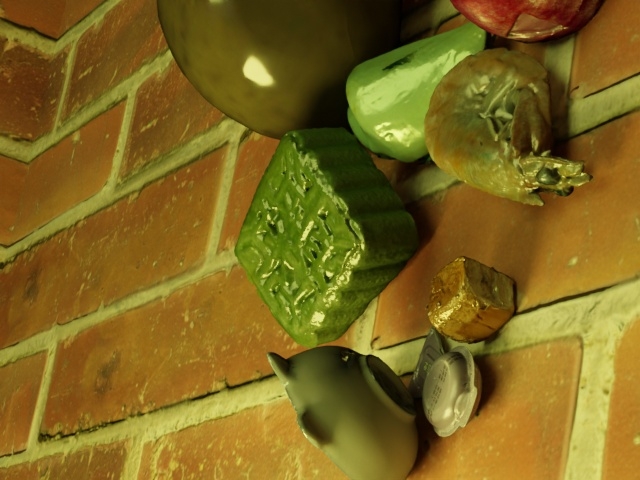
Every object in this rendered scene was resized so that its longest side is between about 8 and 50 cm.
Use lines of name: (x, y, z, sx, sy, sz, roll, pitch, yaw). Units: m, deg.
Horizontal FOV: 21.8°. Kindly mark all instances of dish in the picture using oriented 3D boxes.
dish: (0.045, 0.182, 1.926, 0.086, 0.228, 0.236, -40, 9, 14)

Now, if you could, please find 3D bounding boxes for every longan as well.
longan: (-0.053, -0.328, 2.308, 0.336, 0.404, 0.404, -26, 36, 3)

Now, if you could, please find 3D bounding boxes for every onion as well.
onion: (0.221, -0.375, 1.940, 0.272, 0.230, 0.256, -35, 43, 38)

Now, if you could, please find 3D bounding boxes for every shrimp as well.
shrimp: (0.223, -0.133, 1.913, 0.317, 0.077, 0.168, 30, 97, 53)

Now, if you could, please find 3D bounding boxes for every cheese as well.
cheese: (0.143, 0.165, 1.917, 0.191, 0.042, 0.105, -135, 63, -69)

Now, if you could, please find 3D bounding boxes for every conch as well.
conch: (0.135, -0.180, 2.115, 0.250, 0.137, 0.143, -12, 32, 38)

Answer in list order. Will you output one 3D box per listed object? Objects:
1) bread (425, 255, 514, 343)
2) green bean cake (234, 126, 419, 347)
bread: (0.172, 0.068, 1.885, 0.070, 0.083, 0.077, -37, 37, 44)
green bean cake: (0.000, 0.000, 2.153, 0.222, 0.125, 0.248, 55, 137, 31)
